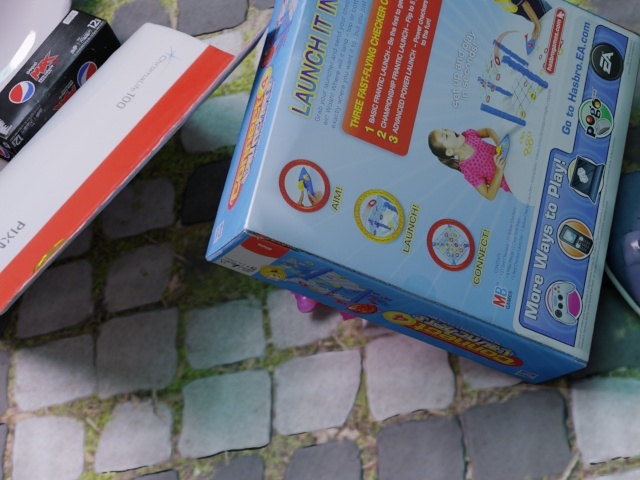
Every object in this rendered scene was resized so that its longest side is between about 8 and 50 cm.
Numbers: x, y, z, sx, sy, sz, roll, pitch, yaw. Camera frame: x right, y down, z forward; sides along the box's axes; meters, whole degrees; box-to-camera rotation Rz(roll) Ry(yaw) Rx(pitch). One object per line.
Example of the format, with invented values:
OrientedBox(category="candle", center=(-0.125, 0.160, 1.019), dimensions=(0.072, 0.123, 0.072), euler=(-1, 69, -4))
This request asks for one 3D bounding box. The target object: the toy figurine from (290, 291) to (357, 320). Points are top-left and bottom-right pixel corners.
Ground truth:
OrientedBox(category="toy figurine", center=(0.000, 0.000, 1.428), dimensions=(0.173, 0.130, 0.159), euler=(-32, 58, 25))

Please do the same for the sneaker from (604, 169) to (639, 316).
OrientedBox(category="sneaker", center=(0.328, 0.035, 1.238), dimensions=(0.131, 0.148, 0.350), euler=(-37, 51, -6))

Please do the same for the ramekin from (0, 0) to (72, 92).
OrientedBox(category="ramekin", center=(-0.407, -0.261, 1.661), dimensions=(0.277, 0.277, 0.135), euler=(-46, 46, -14))

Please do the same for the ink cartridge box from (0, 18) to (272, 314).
OrientedBox(category="ink cartridge box", center=(-0.214, -0.071, 1.413), dimensions=(0.091, 0.385, 0.308), euler=(43, 74, -8))

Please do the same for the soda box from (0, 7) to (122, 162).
OrientedBox(category="soda box", center=(-0.276, -0.156, 1.664), dimensions=(0.053, 0.060, 0.169), euler=(25, 67, 32))

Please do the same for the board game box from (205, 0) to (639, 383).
OrientedBox(category="board game box", center=(0.093, -0.079, 1.308), dimensions=(0.302, 0.086, 0.308), euler=(22, 66, -17))
